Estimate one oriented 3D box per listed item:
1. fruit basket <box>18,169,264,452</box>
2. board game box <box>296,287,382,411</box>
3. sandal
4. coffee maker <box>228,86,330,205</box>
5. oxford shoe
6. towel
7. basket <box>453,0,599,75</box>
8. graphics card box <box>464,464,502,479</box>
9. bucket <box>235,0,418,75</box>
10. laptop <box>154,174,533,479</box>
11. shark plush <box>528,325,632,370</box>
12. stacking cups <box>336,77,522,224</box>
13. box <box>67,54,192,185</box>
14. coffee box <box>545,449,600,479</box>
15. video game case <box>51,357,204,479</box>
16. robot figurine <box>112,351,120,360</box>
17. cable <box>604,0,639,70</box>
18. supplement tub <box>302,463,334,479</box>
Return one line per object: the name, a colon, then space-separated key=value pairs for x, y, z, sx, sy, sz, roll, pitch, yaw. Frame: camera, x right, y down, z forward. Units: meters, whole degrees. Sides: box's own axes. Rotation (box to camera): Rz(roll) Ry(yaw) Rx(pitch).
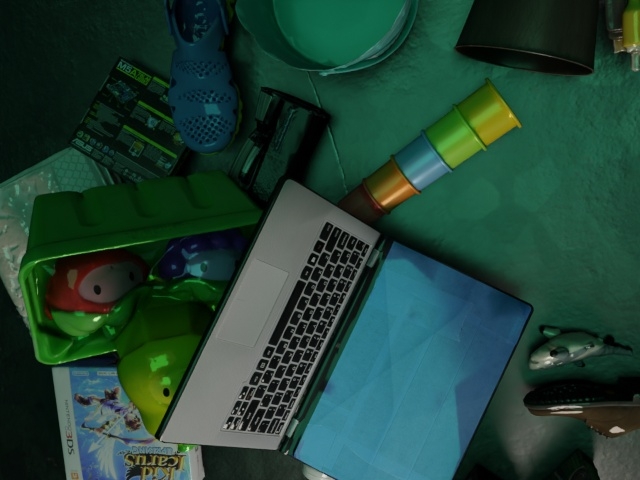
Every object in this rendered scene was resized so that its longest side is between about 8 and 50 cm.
fruit basket: x=-0.232 y=0.105 z=0.975 sx=0.392 sy=0.392 sz=0.283 roll=24 pitch=137 yaw=7
board game box: x=-0.052 y=0.194 z=1.138 sx=0.305 sy=0.053 sz=0.193 roll=-22 pitch=85 yaw=26
sandal: x=-0.198 y=-0.297 z=1.062 sx=0.126 sy=0.138 sz=0.317 roll=-6 pitch=91 yaw=2
coffee maker: x=-0.052 y=-0.145 z=1.104 sx=0.171 sy=0.120 sz=0.178 roll=21 pitch=106 yaw=-18
oxford shoe: x=0.449 y=0.281 z=1.076 sx=0.227 sy=0.083 sz=0.096 roll=-2 pitch=103 yaw=13
towel: x=-0.477 y=0.016 z=1.242 sx=0.317 sy=0.053 sz=0.332 roll=-27 pitch=92 yaw=15
basket: x=0.322 y=-0.373 z=0.960 sx=0.204 sy=0.154 sz=0.227 roll=15 pitch=99 yaw=13
graphics card box: x=0.201 y=0.586 z=1.101 sx=0.094 sy=0.233 sz=0.371 roll=32 pitch=105 yaw=5
bucket: x=0.017 y=-0.389 z=1.001 sx=0.281 sy=0.183 sz=0.281 roll=2 pitch=101 yaw=12
laptop: x=0.058 y=0.177 z=0.939 sx=0.236 sy=0.408 sz=0.382 roll=24 pitch=88 yaw=39
shark plush: x=0.427 y=0.181 z=1.094 sx=0.161 sy=0.073 sz=0.067 roll=-9 pitch=118 yaw=-7
stacking cups: x=0.165 y=-0.129 z=1.072 sx=0.316 sy=0.096 sz=0.096 roll=-35 pitch=91 yaw=20
box: x=-0.312 y=-0.196 z=1.152 sx=0.190 sy=0.045 sz=0.184 roll=30 pitch=86 yaw=6
coffee box: x=0.388 y=0.445 z=1.100 sx=0.040 sy=0.113 sz=0.184 roll=39 pitch=106 yaw=2
video game case: x=-0.369 y=0.350 z=1.270 sx=0.269 sy=0.061 sz=0.244 roll=-2 pitch=100 yaw=12
robot figurine: x=-0.353 y=0.094 z=1.154 sx=0.291 sy=0.085 sz=0.211 roll=35 pitch=99 yaw=5
cable: x=0.432 y=-0.385 z=0.911 sx=0.072 sy=0.139 sz=0.287 roll=4 pitch=119 yaw=34
supplement tub: x=0.009 y=0.372 z=1.189 sx=0.071 sy=0.071 sz=0.107 roll=14 pitch=102 yaw=9
